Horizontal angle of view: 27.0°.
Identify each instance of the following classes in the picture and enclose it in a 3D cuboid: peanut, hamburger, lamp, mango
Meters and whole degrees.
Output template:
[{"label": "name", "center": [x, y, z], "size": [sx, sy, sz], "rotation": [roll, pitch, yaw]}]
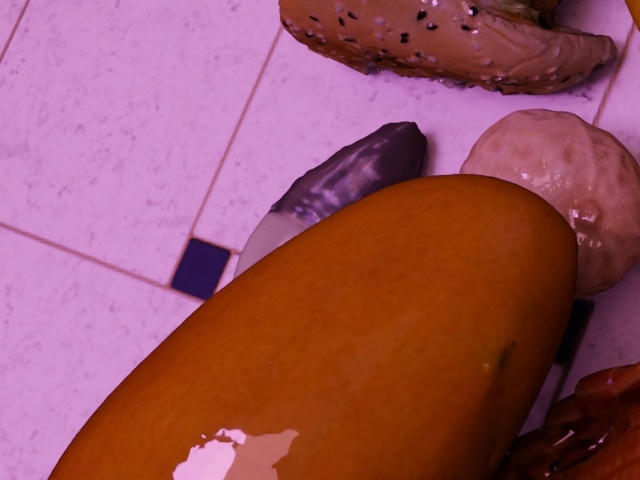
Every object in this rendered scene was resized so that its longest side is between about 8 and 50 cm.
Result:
[{"label": "peanut", "center": [0.171, -0.026, 0.987], "size": [0.159, 0.109, 0.140], "rotation": [26, 92, 36]}, {"label": "hamburger", "center": [0.094, -0.217, 1.068], "size": [0.288, 0.192, 0.168], "rotation": [14, 88, 33]}, {"label": "lamp", "center": [0.000, 0.000, 1.085], "size": [0.101, 0.101, 0.250], "rotation": [30, 75, 34]}, {"label": "mango", "center": [-0.011, 0.133, 0.879], "size": [0.446, 0.232, 0.300], "rotation": [-49, 11, 2]}]

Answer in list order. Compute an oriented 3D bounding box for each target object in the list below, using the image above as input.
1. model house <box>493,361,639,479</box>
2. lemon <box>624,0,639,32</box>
[{"label": "model house", "center": [0.243, 0.164, 0.847], "size": [0.199, 0.219, 0.229], "rotation": [-46, 8, 37]}, {"label": "lemon", "center": [0.341, -0.195, 0.894], "size": [0.219, 0.240, 0.240], "rotation": [29, 86, -6]}]
